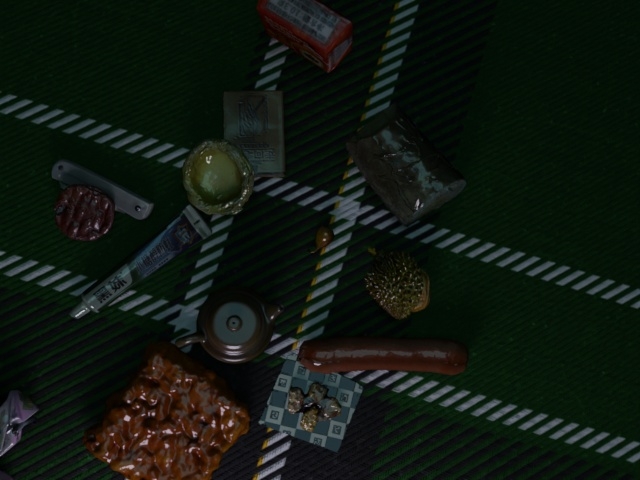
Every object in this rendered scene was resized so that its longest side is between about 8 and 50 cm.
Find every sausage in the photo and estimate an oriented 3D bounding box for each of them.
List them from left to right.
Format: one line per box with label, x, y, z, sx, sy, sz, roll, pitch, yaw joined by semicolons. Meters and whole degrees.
sausage;0.154;0.282;1.664;0.419;0.094;0.094;0;40;-4

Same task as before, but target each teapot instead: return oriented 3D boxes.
teapot;-0.214;0.202;1.604;0.268;0.175;0.185;-19;81;-7

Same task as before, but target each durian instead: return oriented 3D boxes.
durian;0.171;0.085;1.674;0.146;0.102;0.208;-47;55;24

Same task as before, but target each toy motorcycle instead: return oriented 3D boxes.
toy motorcycle;-0.736;0.473;1.535;0.188;0.143;0.327;-2;89;-5

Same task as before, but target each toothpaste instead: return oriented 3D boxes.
toothpaste;-0.445;0.063;1.661;0.392;0.061;0.098;-39;111;-10

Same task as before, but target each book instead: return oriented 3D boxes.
book;-0.174;-0.277;1.755;0.161;0.026;0.230;-1;82;-5

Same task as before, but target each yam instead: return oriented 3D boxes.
yam;0.212;-0.194;1.699;0.202;0.201;0.271;-37;79;-10

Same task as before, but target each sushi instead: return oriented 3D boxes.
sushi;-0.019;0.399;1.656;0.210;0.040;0.192;23;80;-1

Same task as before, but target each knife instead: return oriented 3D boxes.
knife;-0.547;-0.124;1.695;0.266;0.040;0.073;25;91;-1

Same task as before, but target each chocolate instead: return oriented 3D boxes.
chocolate;-0.040;-0.542;1.708;0.237;0.235;0.108;35;91;1

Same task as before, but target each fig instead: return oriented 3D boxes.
fig;0.000;0.000;1.720;0.050;0.050;0.083;39;98;2

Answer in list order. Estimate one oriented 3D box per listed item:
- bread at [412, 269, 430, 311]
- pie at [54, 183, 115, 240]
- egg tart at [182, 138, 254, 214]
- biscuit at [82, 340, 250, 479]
bread;0.238;0.125;1.706;0.083;0.044;0.110;0;79;35
pie;-0.579;-0.069;1.667;0.154;0.038;0.153;0;99;1
egg tart;-0.246;-0.160;1.681;0.197;0.078;0.197;3;103;12
biscuit;-0.351;0.430;1.589;0.318;0.110;0.312;36;78;1
